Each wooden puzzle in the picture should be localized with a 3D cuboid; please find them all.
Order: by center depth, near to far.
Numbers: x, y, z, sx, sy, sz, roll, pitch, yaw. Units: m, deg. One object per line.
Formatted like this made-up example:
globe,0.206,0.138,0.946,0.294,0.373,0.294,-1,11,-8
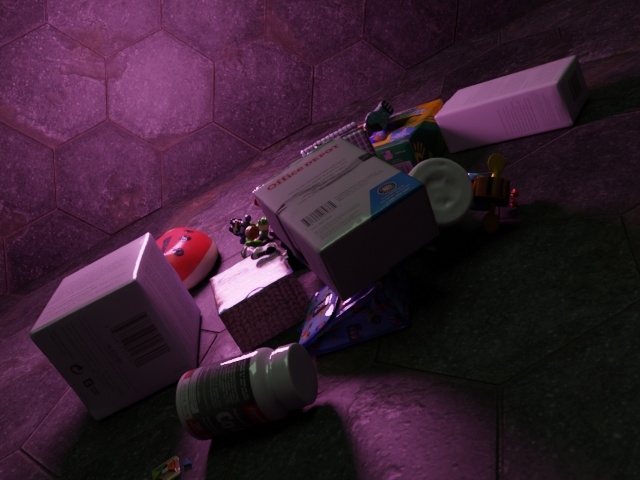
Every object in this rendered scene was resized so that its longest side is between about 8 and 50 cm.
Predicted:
wooden puzzle,-0.344,0.515,1.451,0.116,0.014,0.078,-34,22,-16

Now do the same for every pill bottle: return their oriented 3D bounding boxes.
pill bottle,-0.160,0.330,1.442,0.283,0.161,0.161,-20,22,20
pill bottle,0.285,-0.102,1.756,0.176,0.176,0.318,-30,-4,-6

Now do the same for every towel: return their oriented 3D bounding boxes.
towel,0.095,-0.234,2.254,0.234,0.284,0.121,-26,22,9

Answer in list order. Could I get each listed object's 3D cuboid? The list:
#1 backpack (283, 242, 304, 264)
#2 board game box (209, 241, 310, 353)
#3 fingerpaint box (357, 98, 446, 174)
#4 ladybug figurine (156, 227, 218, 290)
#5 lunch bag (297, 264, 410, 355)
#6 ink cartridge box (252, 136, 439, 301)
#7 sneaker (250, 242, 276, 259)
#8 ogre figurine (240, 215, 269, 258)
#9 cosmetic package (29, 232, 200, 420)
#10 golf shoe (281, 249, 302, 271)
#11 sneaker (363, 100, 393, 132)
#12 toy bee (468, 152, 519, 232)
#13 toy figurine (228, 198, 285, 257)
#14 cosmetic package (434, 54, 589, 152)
backpack,0.075,-0.014,1.875,0.290,0.274,0.355,-30,39,-14
board game box,-0.175,0.157,1.886,0.232,0.141,0.291,-30,21,-4
fingerpaint box,0.236,-0.343,2.494,0.444,0.163,0.371,-11,26,37
ladybug figurine,-0.549,0.072,2.515,0.304,0.162,0.449,-28,21,0
lunch bag,0.067,0.166,1.628,0.293,0.138,0.221,-33,21,22
ink cartridge box,0.051,-0.070,1.596,0.285,0.166,0.395,-33,35,-11
sneaker,-0.167,0.033,1.916,0.083,0.032,0.037,-30,21,-4
ogre figurine,-0.230,-0.024,2.437,0.118,0.096,0.197,-129,57,-74
cosmetic package,-0.575,0.240,1.929,0.327,0.330,0.394,-28,20,2
golf shoe,-0.137,0.078,2.112,0.198,0.077,0.094,-25,21,11
sneaker,0.202,-0.441,2.460,0.098,0.083,0.224,-39,6,40
toy bee,0.459,-0.134,1.741,0.162,0.196,0.298,5,20,0
toy figurine,-0.183,-0.029,2.240,0.148,0.213,0.209,20,53,42
cosmetic package,0.653,-0.459,2.248,0.453,0.162,0.230,-7,29,43
